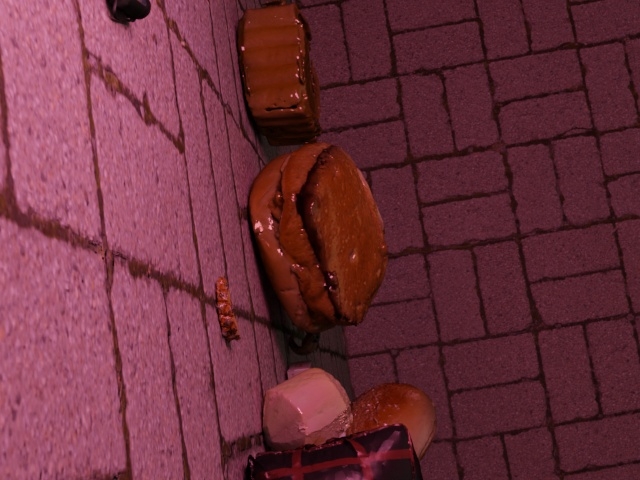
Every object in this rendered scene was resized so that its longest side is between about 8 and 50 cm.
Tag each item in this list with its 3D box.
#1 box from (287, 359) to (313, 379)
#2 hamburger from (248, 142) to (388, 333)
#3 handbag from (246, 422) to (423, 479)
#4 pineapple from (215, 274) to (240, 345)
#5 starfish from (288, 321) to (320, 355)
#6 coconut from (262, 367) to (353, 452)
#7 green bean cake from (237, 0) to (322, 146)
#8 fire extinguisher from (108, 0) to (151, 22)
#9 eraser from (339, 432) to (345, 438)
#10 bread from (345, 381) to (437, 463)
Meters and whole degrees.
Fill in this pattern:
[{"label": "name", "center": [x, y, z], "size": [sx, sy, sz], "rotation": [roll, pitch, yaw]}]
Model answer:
[{"label": "box", "center": [-0.026, 0.295, 1.645], "size": [0.100, 0.048, 0.152], "rotation": [-15, 95, -85]}, {"label": "hamburger", "center": [-0.003, -0.004, 1.561], "size": [0.284, 0.174, 0.304], "rotation": [-59, 130, -63]}, {"label": "handbag", "center": [0.020, 0.317, 1.101], "size": [0.155, 0.216, 0.169], "rotation": [90, -12, -60]}, {"label": "pineapple", "center": [-0.113, 0.086, 1.119], "size": [0.045, 0.019, 0.083], "rotation": [-111, -169, -81]}, {"label": "starfish", "center": [-0.040, 0.111, 1.723], "size": [0.146, 0.074, 0.189], "rotation": [-82, 162, -56]}, {"label": "coconut", "center": [-0.026, 0.247, 1.299], "size": [0.116, 0.122, 0.116], "rotation": [38, -37, 35]}, {"label": "green bean cake", "center": [-0.075, -0.308, 1.746], "size": [0.224, 0.131, 0.229], "rotation": [60, 24, -73]}, {"label": "fire extinguisher", "center": [-0.178, -0.218, 0.851], "size": [0.083, 0.025, 0.038], "rotation": [-35, 139, -86]}, {"label": "eraser", "center": [-0.010, 0.366, 1.304], "size": [0.298, 0.078, 0.076], "rotation": [-89, -157, -67]}, {"label": "bread", "center": [0.086, 0.389, 1.697], "size": [0.305, 0.159, 0.305], "rotation": [-57, 180, -1]}]
